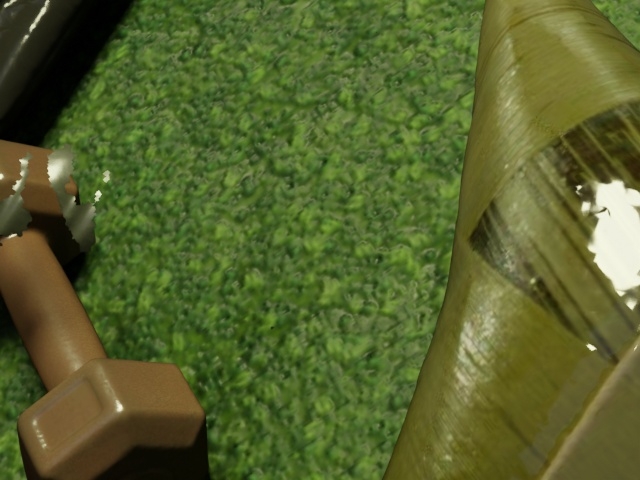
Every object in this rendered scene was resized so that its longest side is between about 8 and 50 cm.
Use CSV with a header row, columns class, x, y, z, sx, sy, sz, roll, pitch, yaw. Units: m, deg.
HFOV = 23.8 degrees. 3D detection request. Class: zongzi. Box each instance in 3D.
class,x,y,z,sx,sy,sz,roll,pitch,yaw
zongzi,0.057,0.064,0.578,0.289,0.154,0.317,-37,60,3

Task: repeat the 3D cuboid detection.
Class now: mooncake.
class,x,y,z,sx,sy,sz,roll,pitch,yaw
mooncake,0.001,0.008,0.691,0.346,0.057,0.150,-2,54,6

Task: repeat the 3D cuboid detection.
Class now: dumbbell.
class,x,y,z,sx,sy,sz,roll,pitch,yaw
dumbbell,-0.132,0.043,0.759,0.092,0.082,0.231,-38,51,4

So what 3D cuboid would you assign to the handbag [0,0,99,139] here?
class,x,y,z,sx,sy,sz,roll,pitch,yaw
handbag,-0.230,-0.193,0.892,0.247,0.223,0.080,-60,9,-15
